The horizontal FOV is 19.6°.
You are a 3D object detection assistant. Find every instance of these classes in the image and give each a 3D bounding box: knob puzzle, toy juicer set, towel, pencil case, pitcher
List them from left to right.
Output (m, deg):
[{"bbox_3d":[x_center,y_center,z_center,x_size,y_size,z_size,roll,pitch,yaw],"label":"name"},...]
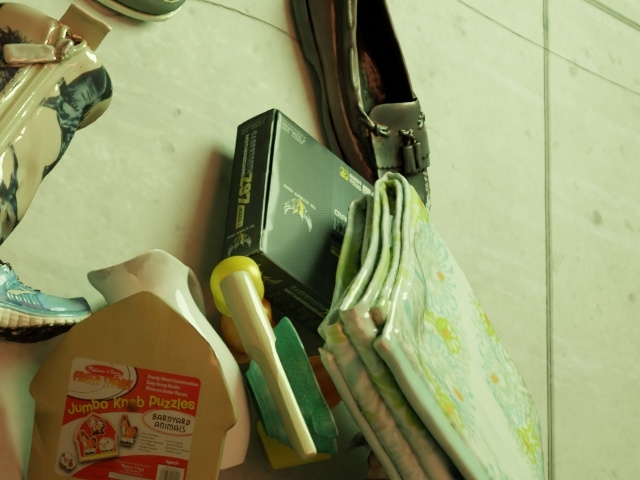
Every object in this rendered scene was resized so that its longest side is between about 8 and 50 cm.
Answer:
[{"bbox_3d":[-0.315,-0.033,1.524,0.160,0.183,0.410,32,47,-8],"label":"pencil case"},{"bbox_3d":[-0.162,0.141,1.636,0.030,0.213,0.213,20,58,-75],"label":"knob puzzle"},{"bbox_3d":[-0.130,0.119,1.738,0.178,0.125,0.207,1,70,-69],"label":"pitcher"},{"bbox_3d":[-0.031,0.103,1.716,0.089,0.329,0.209,-20,83,-7],"label":"toy juicer set"},{"bbox_3d":[0.126,0.148,1.815,0.374,0.090,0.320,60,20,-21],"label":"towel"}]

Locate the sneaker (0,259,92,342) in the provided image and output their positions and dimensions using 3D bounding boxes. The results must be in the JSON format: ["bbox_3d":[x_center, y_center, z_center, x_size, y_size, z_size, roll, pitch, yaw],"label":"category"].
[{"bbox_3d":[-0.272,0.048,1.650,0.162,0.063,0.073,9,67,-44],"label":"sneaker"}]

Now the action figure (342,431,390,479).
[{"bbox_3d":[0.100,0.284,1.924,0.185,0.099,0.285,-17,84,-40],"label":"action figure"}]

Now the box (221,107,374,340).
[{"bbox_3d":[0.000,0.000,1.911,0.232,0.059,0.183,37,44,-37],"label":"box"}]

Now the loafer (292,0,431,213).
[{"bbox_3d":[0.060,-0.159,2.030,0.109,0.095,0.303,-22,92,-47],"label":"loafer"}]

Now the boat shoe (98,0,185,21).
[{"bbox_3d":[-0.226,-0.346,1.804,0.319,0.099,0.116,49,47,-21],"label":"boat shoe"}]
